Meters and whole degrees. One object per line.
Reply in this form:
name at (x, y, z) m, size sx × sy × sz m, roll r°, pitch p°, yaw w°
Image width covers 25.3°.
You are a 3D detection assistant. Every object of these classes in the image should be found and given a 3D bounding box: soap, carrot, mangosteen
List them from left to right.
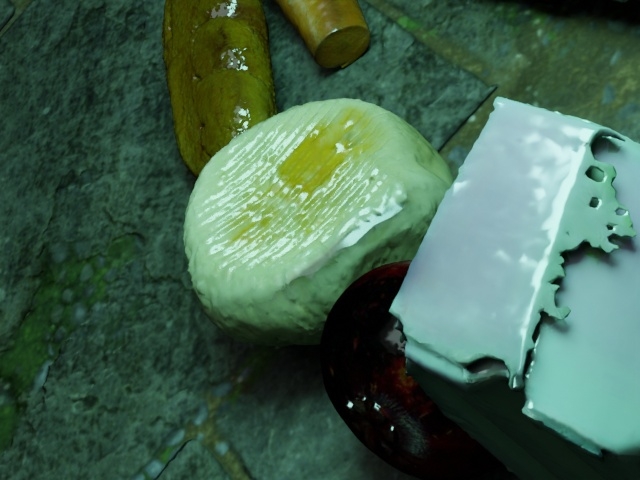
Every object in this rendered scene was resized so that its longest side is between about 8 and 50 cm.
carrot at (-0.010, -0.258, 1.446) m, size 0.087 × 0.087 × 0.193 m, roll -41°, pitch 53°, yaw 7°
mangosteen at (0.100, 0.089, 1.111) m, size 0.200 × 0.200 × 0.200 m, roll -17°, pitch 55°, yaw 25°
soap at (0.220, 0.105, 0.818) m, size 0.261 × 0.446 × 0.156 m, roll 24°, pitch 78°, yaw 42°

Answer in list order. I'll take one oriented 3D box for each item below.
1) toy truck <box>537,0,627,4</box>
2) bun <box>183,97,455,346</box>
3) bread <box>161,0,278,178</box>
toy truck at (0.241, -0.315, 1.196) m, size 0.405 × 0.254 × 0.181 m, roll 23°, pitch 74°, yaw 40°
bun at (0.000, 0.000, 1.233) m, size 0.244 × 0.153 × 0.244 m, roll -18°, pitch 43°, yaw 18°
bread at (-0.093, -0.155, 1.438) m, size 0.124 × 0.084 × 0.344 m, roll -44°, pitch 44°, yaw 34°
